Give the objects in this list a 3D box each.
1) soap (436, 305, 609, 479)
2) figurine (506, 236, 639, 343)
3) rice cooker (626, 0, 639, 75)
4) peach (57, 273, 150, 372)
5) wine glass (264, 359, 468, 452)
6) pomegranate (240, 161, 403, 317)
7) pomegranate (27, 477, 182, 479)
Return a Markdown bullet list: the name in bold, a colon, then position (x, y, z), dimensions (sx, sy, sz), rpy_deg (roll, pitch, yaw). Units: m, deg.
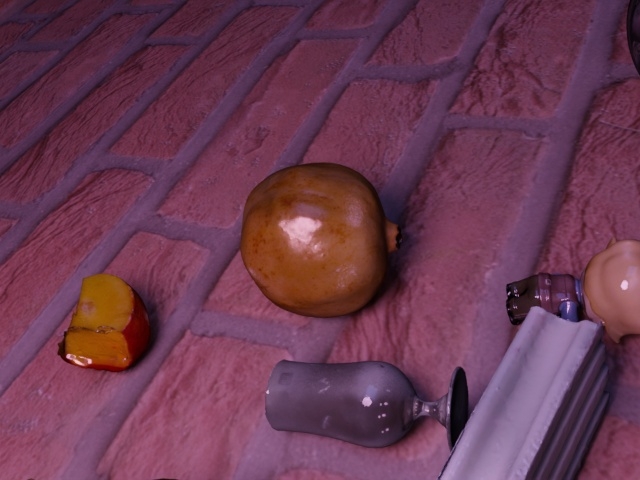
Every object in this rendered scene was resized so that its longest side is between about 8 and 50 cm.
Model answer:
- **soap**: position (0.206, 0.211, 0.703), dimensions (0.094, 0.150, 0.261), rpy_deg (14, 52, 38)
- **figurine**: position (0.334, 0.070, 0.853), dimensions (0.195, 0.108, 0.114), rpy_deg (-19, 29, 28)
- **rice cooker**: position (0.627, -0.334, 1.034), dimensions (0.316, 0.264, 0.317), rpy_deg (2, 78, -10)
- **peach**: position (-0.312, 0.123, 1.010), dimensions (0.151, 0.118, 0.151), rpy_deg (-44, 30, 34)
- **wine glass**: position (0.053, 0.192, 0.813), dimensions (0.230, 0.103, 0.103), rpy_deg (1, 46, 24)
- **pomegranate**: position (-0.007, 0.000, 0.956), dimensions (0.232, 0.233, 0.233), rpy_deg (-10, 43, 10)
- **pomegranate**: position (-0.189, 0.331, 0.664), dimensions (0.211, 0.263, 0.211), rpy_deg (-48, 22, 27)
